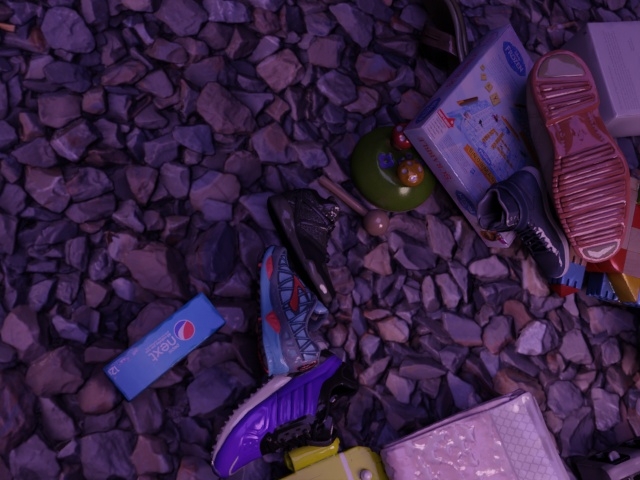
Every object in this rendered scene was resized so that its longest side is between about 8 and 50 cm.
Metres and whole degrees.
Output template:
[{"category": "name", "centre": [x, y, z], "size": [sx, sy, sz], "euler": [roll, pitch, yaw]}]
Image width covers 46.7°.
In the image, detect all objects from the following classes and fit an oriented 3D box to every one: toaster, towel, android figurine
[{"category": "toaster", "centre": [0.595, 0.475, 1.390], "size": [0.168, 0.110, 0.185], "euler": [-14, 78, -17]}, {"category": "towel", "centre": [0.301, 0.463, 1.301], "size": [0.317, 0.053, 0.332], "euler": [-18, 79, -18]}, {"category": "android figurine", "centre": [0.029, 0.460, 1.280], "size": [0.273, 0.056, 0.248], "euler": [-17, 79, -17]}]

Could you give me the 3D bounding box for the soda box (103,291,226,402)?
[{"category": "soda box", "centre": [-0.267, 0.184, 1.276], "size": [0.210, 0.067, 0.071], "euler": [-39, 87, -21]}]

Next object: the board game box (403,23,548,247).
[{"category": "board game box", "centre": [0.358, -0.207, 1.491], "size": [0.318, 0.066, 0.318], "euler": [-49, 114, -21]}]

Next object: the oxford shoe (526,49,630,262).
[{"category": "oxford shoe", "centre": [0.483, -0.155, 1.407], "size": [0.140, 0.146, 0.397], "euler": [-11, 90, 2]}]

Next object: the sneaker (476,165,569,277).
[{"category": "sneaker", "centre": [0.383, -0.013, 1.411], "size": [0.163, 0.086, 0.226], "euler": [-25, 94, -40]}]

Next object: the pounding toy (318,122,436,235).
[{"category": "pounding toy", "centre": [0.141, -0.142, 1.454], "size": [0.237, 0.110, 0.183], "euler": [-41, 87, -21]}]

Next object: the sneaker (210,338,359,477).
[{"category": "sneaker", "centre": [-0.049, 0.308, 1.255], "size": [0.146, 0.102, 0.293], "euler": [38, 67, 22]}]

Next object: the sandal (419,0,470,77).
[{"category": "sandal", "centre": [0.260, -0.406, 1.563], "size": [0.086, 0.120, 0.302], "euler": [-12, 78, -3]}]

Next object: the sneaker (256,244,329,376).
[{"category": "sneaker", "centre": [-0.050, 0.122, 1.303], "size": [0.125, 0.104, 0.262], "euler": [0, 53, -6]}]

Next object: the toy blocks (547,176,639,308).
[{"category": "toy blocks", "centre": [0.630, 0.020, 1.510], "size": [0.381, 0.191, 0.261], "euler": [16, 83, -17]}]

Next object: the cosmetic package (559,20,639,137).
[{"category": "cosmetic package", "centre": [0.675, -0.354, 1.638], "size": [0.225, 0.138, 0.224], "euler": [-6, 76, -17]}]

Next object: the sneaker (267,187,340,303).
[{"category": "sneaker", "centre": [0.000, 0.000, 1.388], "size": [0.130, 0.087, 0.227], "euler": [-22, 75, -13]}]
